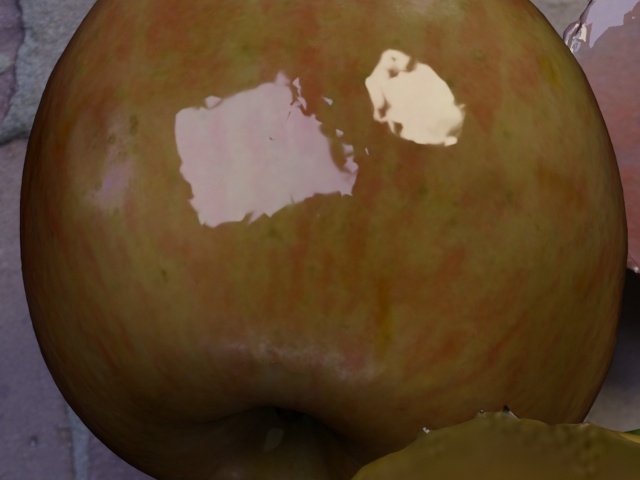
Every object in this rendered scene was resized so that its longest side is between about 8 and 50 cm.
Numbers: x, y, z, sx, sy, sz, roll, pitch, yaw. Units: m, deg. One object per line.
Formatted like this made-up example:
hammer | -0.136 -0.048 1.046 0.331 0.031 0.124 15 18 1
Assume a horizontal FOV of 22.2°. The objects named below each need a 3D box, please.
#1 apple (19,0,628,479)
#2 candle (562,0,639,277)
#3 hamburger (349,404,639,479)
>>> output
apple | 0.000 0.000 1.025 0.391 0.391 0.346 -4 44 20
candle | 0.310 -0.064 1.112 0.317 0.131 0.287 14 69 40
hamburger | 0.152 0.278 0.808 0.395 0.277 0.396 -12 67 31
